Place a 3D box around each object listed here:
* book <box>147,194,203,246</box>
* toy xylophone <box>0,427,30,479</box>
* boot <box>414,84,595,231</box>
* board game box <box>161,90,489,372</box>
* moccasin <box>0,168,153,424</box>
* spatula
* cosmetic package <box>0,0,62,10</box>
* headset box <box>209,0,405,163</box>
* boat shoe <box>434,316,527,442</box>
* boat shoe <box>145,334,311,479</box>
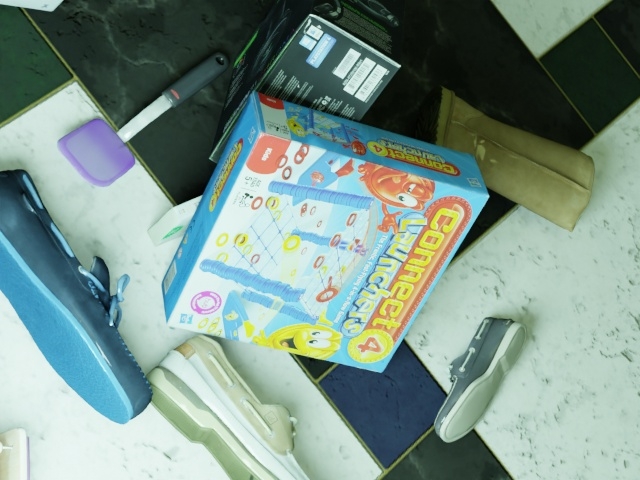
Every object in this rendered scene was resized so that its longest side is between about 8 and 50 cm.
[{"bbox_3d":[-0.141,-0.044,1.863,0.144,0.096,0.035,-25,84,-31],"label":"book"},{"bbox_3d":[-0.471,0.289,1.582,0.323,0.081,0.236,-4,74,-27],"label":"toy xylophone"},{"bbox_3d":[0.257,-0.079,2.083,0.269,0.089,0.236,25,62,-18],"label":"boot"},{"bbox_3d":[0.000,0.000,1.797,0.302,0.308,0.086,14,34,-21],"label":"board game box"},{"bbox_3d":[-0.293,0.052,1.729,0.117,0.138,0.342,-34,90,-36],"label":"moccasin"},{"bbox_3d":[-0.218,-0.167,1.908,0.084,0.030,0.296,51,58,-3],"label":"spatula"},{"bbox_3d":[-0.418,-0.426,1.824,0.224,0.138,0.224,3,71,-35],"label":"cosmetic package"},{"bbox_3d":[-0.010,-0.230,1.863,0.131,0.246,0.283,30,33,-14],"label":"headset box"},{"bbox_3d":[0.204,0.185,1.987,0.065,0.075,0.206,22,59,31],"label":"boat shoe"},{"bbox_3d":[-0.076,0.241,1.780,0.302,0.113,0.103,46,64,-4],"label":"boat shoe"}]
